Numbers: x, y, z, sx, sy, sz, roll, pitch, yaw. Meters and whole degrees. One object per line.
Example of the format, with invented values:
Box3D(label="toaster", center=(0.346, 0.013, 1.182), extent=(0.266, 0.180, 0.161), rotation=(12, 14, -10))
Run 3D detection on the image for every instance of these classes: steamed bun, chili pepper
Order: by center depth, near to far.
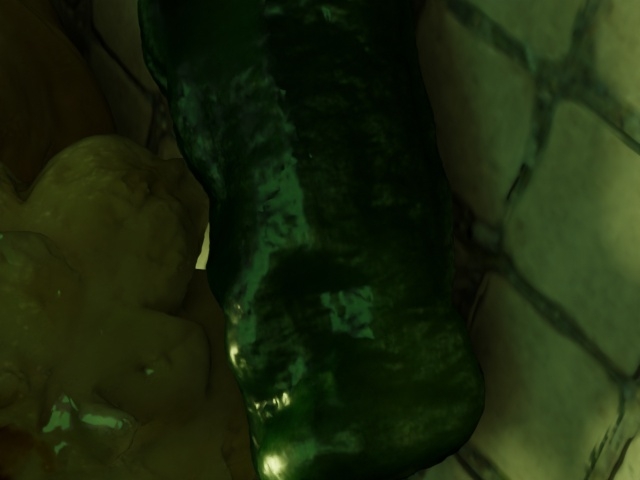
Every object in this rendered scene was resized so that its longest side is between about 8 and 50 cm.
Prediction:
Box3D(label="chili pepper", center=(0.000, 0.000, 0.595), extent=(0.136, 0.099, 0.270), rotation=(-14, 82, 30))
Box3D(label="steamed bun", center=(-0.142, 0.101, 0.670), extent=(0.295, 0.292, 0.137), rotation=(-42, 19, 18))

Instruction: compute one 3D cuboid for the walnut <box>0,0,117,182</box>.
Box3D(label="walnut", center=(-0.234, -0.048, 0.793), extent=(0.224, 0.257, 0.257), rotation=(-83, 7, -56))
